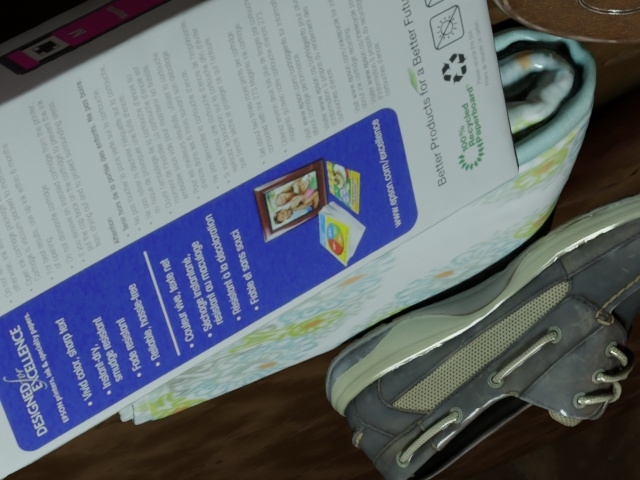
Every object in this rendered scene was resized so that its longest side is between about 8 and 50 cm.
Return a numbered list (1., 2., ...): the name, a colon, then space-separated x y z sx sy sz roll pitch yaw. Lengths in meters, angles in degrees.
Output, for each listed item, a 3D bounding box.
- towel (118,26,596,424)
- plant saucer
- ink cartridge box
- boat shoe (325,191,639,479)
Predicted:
1. towel: 0.000 0.000 1.281 0.374 0.090 0.320 -22 165 -8
2. plant saucer: 0.165 -0.147 1.041 0.168 0.029 0.168 5 165 1
3. ink cartridge box: -0.074 -0.029 0.873 0.371 0.069 0.176 -31 127 -24
4. boat shoe: 0.175 0.076 1.379 0.355 0.130 0.132 -31 163 22
